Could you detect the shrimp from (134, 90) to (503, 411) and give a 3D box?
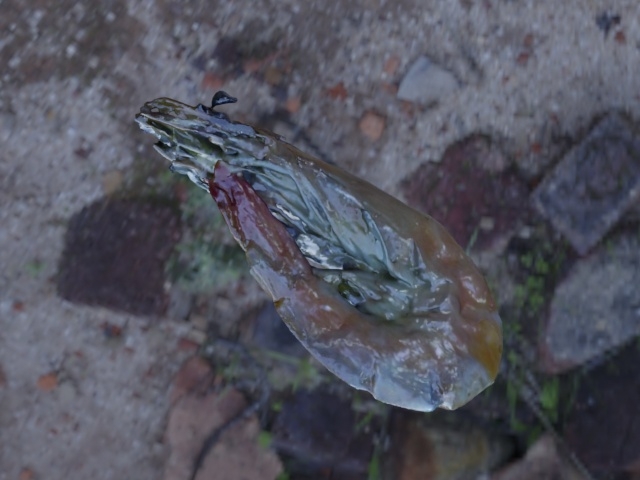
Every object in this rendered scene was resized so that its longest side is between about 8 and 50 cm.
[{"bbox_3d":[0.000,0.000,0.674,0.190,0.101,0.042,39,134,0],"label":"shrimp"}]
